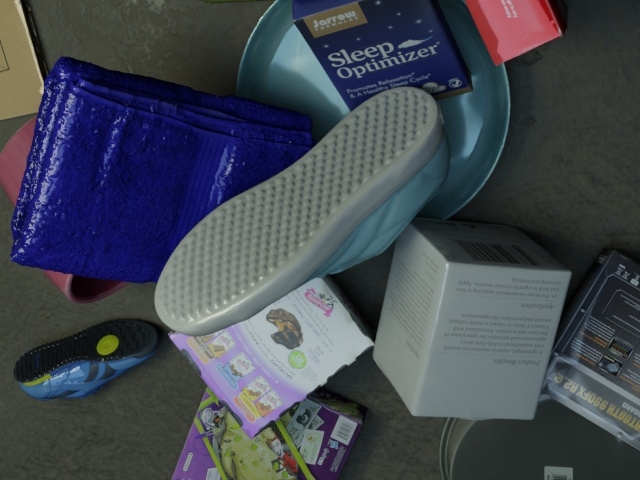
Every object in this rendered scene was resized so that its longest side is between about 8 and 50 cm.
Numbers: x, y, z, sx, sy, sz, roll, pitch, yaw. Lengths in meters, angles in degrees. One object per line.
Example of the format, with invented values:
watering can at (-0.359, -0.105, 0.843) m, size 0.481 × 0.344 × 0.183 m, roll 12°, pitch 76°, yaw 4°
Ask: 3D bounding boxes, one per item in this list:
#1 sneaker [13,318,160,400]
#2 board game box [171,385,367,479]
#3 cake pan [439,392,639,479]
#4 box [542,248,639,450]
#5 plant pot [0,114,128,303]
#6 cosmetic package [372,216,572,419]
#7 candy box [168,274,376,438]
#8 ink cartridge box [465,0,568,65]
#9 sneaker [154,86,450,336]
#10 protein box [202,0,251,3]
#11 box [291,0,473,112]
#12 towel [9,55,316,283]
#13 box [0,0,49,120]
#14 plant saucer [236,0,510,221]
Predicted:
sneaker at (-0.304, 0.166, 1.387) m, size 0.209 × 0.069 × 0.082 m, roll -18°, pitch 136°, yaw 10°
board game box at (-0.094, 0.330, 1.392) m, size 0.208 × 0.056 × 0.347 m, roll 23°, pitch 112°, yaw 1°
cake pan at (0.291, 0.290, 1.278) m, size 0.293 × 0.054 × 0.293 m, roll 4°, pitch 109°, yaw 12°
box at (0.381, 0.144, 1.175) m, size 0.231 × 0.056 × 0.183 m, roll 30°, pitch 94°, yaw 3°
plant pot at (-0.282, -0.056, 1.240) m, size 0.180 × 0.201 × 0.201 m, roll 44°, pitch 113°, yaw 13°
cosmetic package at (0.164, 0.086, 1.157) m, size 0.151 × 0.151 × 0.184 m, roll 6°, pitch 109°, yaw -17°
candy box at (-0.056, 0.117, 1.268) m, size 0.196 × 0.070 × 0.165 m, roll -37°, pitch 92°, yaw 7°
ink cartridge box at (0.185, -0.258, 1.023) m, size 0.078 × 0.231 × 0.134 m, roll -24°, pitch 101°, yaw 20°
sneaker at (0.000, 0.000, 1.105) m, size 0.366 × 0.135 × 0.150 m, roll -36°, pitch 139°, yaw -3°
protein box at (-0.053, -0.364, 1.074) m, size 0.199 × 0.136 × 0.201 m, roll 0°, pitch 93°, yaw 14°
box at (0.061, -0.208, 1.054) m, size 0.136 × 0.036 × 0.225 m, roll -13°, pitch 148°, yaw 18°
towel at (-0.159, -0.055, 1.109) m, size 0.308 × 0.076 × 0.228 m, roll 10°, pitch 99°, yaw -30°
box at (-0.445, -0.227, 1.305) m, size 0.201 × 0.021 × 0.164 m, roll -9°, pitch 106°, yaw 16°
plant saucer at (0.060, -0.159, 1.190) m, size 0.317 × 0.044 × 0.318 m, roll 5°, pitch 109°, yaw 13°
